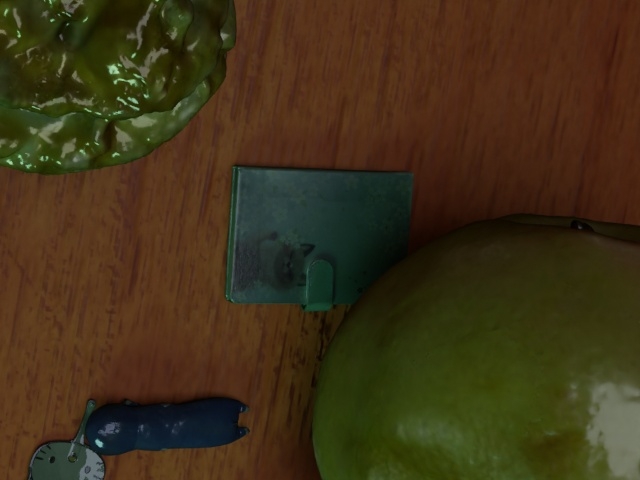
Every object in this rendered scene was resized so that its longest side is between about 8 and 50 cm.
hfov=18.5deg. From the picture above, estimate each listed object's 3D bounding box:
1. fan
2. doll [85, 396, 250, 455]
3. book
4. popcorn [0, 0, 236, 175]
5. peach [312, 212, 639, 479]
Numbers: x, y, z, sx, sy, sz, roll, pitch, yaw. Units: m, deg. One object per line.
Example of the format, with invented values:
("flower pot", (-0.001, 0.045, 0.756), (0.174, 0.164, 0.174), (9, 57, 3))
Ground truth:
("fan", (-0.171, 0.149, 1.358), (0.056, 0.004, 0.083), (18, 91, -27))
("doll", (-0.105, 0.128, 1.370), (0.125, 0.027, 0.037), (-1, 93, -29))
("book", (0.000, 0.000, 1.397), (0.135, 0.017, 0.103), (1, 98, -22))
("popcorn", (-0.163, -0.139, 1.219), (0.221, 0.183, 0.204), (-8, 110, -9))
("peach", (0.165, 0.131, 1.342), (0.281, 0.314, 0.315), (-24, 109, -51))
